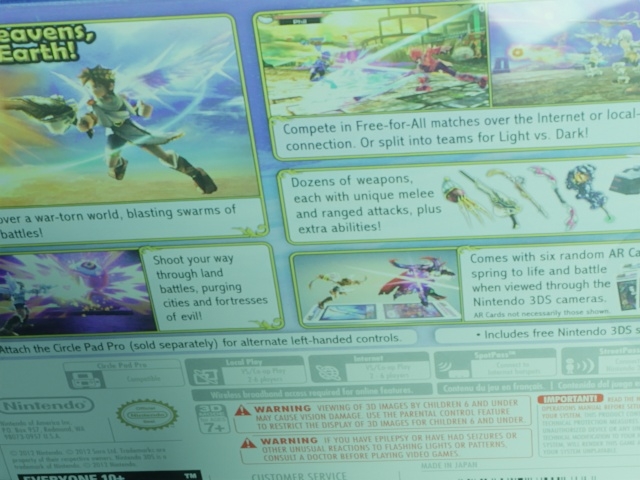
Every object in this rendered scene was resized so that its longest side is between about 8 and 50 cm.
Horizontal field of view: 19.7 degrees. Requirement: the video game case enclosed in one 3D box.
[{"bbox_3d":[0.000,0.000,0.609,0.269,0.244,0.061,-2,44,6],"label":"video game case"}]
